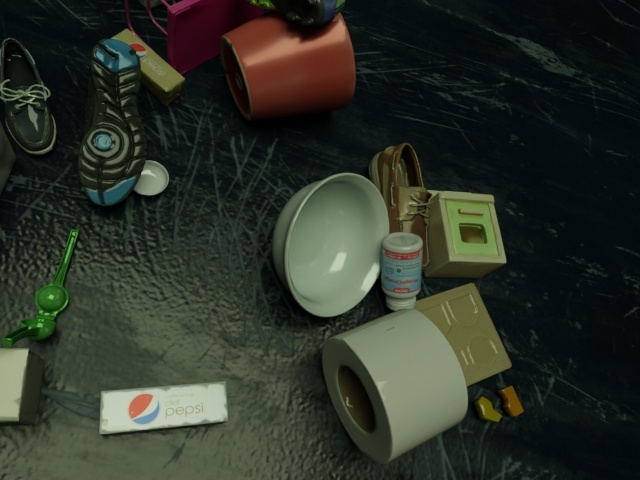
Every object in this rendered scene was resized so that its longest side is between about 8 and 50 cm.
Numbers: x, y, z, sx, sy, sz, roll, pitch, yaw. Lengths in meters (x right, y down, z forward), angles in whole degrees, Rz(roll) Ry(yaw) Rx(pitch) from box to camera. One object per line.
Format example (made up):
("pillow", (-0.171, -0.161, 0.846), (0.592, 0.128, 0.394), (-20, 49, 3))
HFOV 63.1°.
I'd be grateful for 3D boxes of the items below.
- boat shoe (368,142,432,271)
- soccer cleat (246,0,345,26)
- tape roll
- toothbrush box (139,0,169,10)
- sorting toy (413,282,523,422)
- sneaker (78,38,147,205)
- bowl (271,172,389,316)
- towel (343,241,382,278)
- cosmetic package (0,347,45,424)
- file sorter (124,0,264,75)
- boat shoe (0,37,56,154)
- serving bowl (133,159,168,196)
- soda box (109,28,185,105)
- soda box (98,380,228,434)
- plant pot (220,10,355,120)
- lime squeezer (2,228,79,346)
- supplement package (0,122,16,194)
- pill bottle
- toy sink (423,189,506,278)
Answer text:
("boat shoe", (0.198, -0.084, 1.220), (0.123, 0.116, 0.324), (2, 67, -37))
("soccer cleat", (-0.075, -0.534, 1.098), (0.289, 0.093, 0.121), (38, 51, 22))
("tape roll", (0.133, 0.270, 0.990), (0.169, 0.246, 0.246), (-17, 74, -24))
("toothbrush box", (-0.415, -0.731, 1.201), (0.126, 0.295, 0.216), (-38, 83, -28))
("sorting toy", (0.326, 0.264, 1.177), (0.229, 0.041, 0.307), (-13, 73, -27))
("sneaker", (-0.431, -0.233, 1.088), (0.125, 0.140, 0.340), (7, 79, -26))
("bowl", (0.000, 0.000, 1.089), (0.298, 0.134, 0.297), (-15, 112, -42))
("towel", (0.109, 0.019, 1.217), (0.113, 0.023, 0.152), (-15, 76, -21))
("cosmetic package", (-0.613, 0.231, 0.805), (0.310, 0.160, 0.113), (4, 68, -16))
("file sorter", (-0.293, -0.568, 1.229), (0.182, 0.202, 0.291), (45, 62, 7))
("boat shoe", (-0.608, -0.299, 1.075), (0.095, 0.079, 0.254), (-10, 72, -22))
("serving bowl", (-0.367, -0.129, 1.112), (0.083, 0.027, 0.083), (7, 67, -16))
("soda box", (-0.400, -0.397, 1.199), (0.181, 0.058, 0.061), (41, 61, 2))
("soda box", (-0.279, 0.301, 0.937), (0.216, 0.069, 0.073), (1, 67, -19))
("plant pot", (-0.085, -0.404, 1.207), (0.243, 0.275, 0.275), (-22, 76, -15))
("lime squeezer", (-0.496, 0.105, 0.931), (0.059, 0.110, 0.310), (-2, 34, -2))
("supplement package", (-0.722, -0.143, 0.903), (0.263, 0.198, 0.199), (13, 65, -13))
("pill bottle", (0.175, 0.069, 1.129), (0.087, 0.087, 0.160), (-14, 116, -23))
("toy sink", (0.327, -0.038, 1.249), (0.153, 0.131, 0.234), (4, 66, -18))
